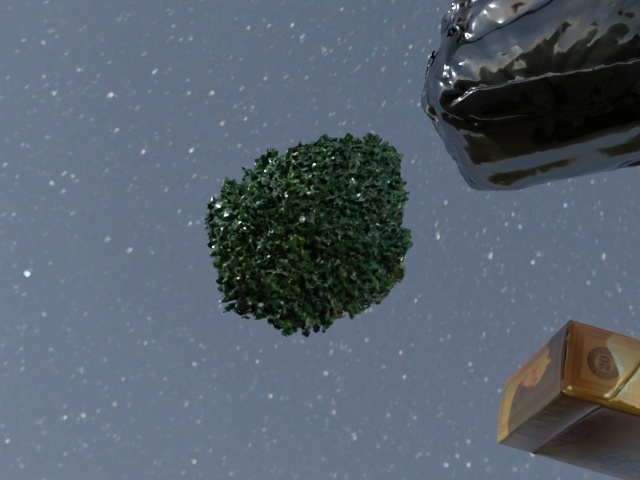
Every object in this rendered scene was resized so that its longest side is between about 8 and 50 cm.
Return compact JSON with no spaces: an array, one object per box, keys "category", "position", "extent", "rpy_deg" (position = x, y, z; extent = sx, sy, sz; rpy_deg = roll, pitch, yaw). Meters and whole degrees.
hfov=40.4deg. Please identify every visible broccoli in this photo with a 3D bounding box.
[{"category":"broccoli","position":[0.000,0.000,0.819],"extent":[0.194,0.194,0.220],"rpy_deg":[43,-95,-12]}]

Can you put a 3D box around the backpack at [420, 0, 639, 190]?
[{"category":"backpack","position":[0.308,-0.271,1.062],"extent":[0.363,0.446,0.255],"rpy_deg":[-6,-33,33]}]

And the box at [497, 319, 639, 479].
[{"category":"box","position":[0.327,0.174,0.823],"extent":[0.274,0.076,0.174],"rpy_deg":[16,-30,0]}]
